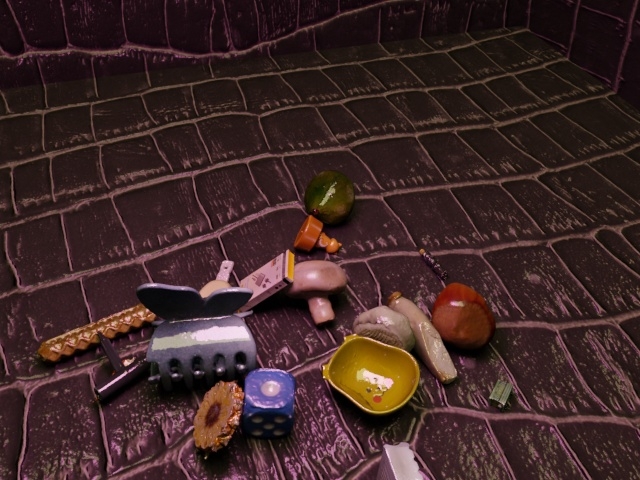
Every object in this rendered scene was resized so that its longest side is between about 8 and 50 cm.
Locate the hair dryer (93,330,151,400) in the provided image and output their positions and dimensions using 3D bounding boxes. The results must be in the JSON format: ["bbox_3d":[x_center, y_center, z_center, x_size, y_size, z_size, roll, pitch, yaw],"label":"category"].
[{"bbox_3d":[-0.613,0.345,1.824,0.195,0.050,0.173,37,45,20],"label":"hair dryer"}]

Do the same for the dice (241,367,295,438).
[{"bbox_3d":[-0.141,0.441,1.723,0.143,0.146,0.146,2,41,-3],"label":"dice"}]

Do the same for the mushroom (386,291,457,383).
[{"bbox_3d":[0.307,0.288,1.945,0.087,0.107,0.333,-10,42,-28],"label":"mushroom"}]

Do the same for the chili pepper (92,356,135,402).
[{"bbox_3d":[-0.590,0.404,1.825,0.045,0.027,0.178,29,46,7],"label":"chili pepper"}]

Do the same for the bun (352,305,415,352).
[{"bbox_3d":[0.195,0.270,1.891,0.195,0.195,0.118,22,49,20],"label":"bun"}]

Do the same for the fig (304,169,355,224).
[{"bbox_3d":[0.007,-0.144,2.330,0.203,0.203,0.235,27,31,25],"label":"fig"}]

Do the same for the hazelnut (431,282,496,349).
[{"bbox_3d":[0.436,0.242,1.966,0.186,0.210,0.210,-45,57,-13],"label":"hazelnut"}]

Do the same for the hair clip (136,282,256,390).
[{"bbox_3d":[-0.338,0.285,1.802,0.318,0.392,0.238,-4,67,-10],"label":"hair clip"}]

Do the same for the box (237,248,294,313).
[{"bbox_3d":[-0.183,0.136,2.027,0.247,0.033,0.129,-34,34,25],"label":"box"}]

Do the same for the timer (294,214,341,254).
[{"bbox_3d":[0.000,0.000,2.264,0.152,0.132,0.132,27,42,-8],"label":"timer"}]

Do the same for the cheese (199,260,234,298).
[{"bbox_3d":[-0.332,0.155,2.102,0.127,0.050,0.255,8,42,6],"label":"cheese"}]

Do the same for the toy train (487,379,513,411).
[{"bbox_3d":[0.522,0.447,1.833,0.056,0.038,0.093,19,44,26],"label":"toy train"}]

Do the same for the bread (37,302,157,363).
[{"bbox_3d":[-0.670,0.276,1.930,0.367,0.077,0.084,-23,49,-25],"label":"bread"}]

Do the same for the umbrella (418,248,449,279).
[{"bbox_3d":[0.397,0.080,2.234,0.040,0.037,0.144,-28,52,-13],"label":"umbrella"}]

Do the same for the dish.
[{"bbox_3d":[0.144,0.399,1.805,0.262,0.108,0.221,24,53,24],"label":"dish"}]

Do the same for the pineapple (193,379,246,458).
[{"bbox_3d":[-0.273,0.466,1.666,0.047,0.221,0.221,33,34,-26],"label":"pineapple"}]

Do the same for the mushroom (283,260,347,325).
[{"bbox_3d":[-0.011,0.156,2.046,0.206,0.209,0.206,-19,15,5],"label":"mushroom"}]

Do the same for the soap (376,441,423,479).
[{"bbox_3d":[0.187,0.587,1.536,0.066,0.198,0.119,-8,43,-14],"label":"soap"}]
